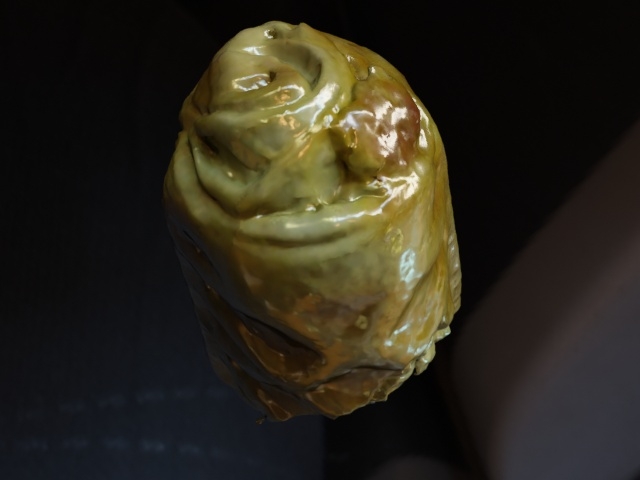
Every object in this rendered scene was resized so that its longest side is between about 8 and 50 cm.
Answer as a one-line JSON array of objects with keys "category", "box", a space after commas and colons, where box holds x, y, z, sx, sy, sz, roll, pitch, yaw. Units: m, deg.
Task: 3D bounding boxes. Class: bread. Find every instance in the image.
[{"category": "bread", "box": [0.000, 0.000, 0.389, 0.060, 0.066, 0.110, -8, 151, 0]}]
